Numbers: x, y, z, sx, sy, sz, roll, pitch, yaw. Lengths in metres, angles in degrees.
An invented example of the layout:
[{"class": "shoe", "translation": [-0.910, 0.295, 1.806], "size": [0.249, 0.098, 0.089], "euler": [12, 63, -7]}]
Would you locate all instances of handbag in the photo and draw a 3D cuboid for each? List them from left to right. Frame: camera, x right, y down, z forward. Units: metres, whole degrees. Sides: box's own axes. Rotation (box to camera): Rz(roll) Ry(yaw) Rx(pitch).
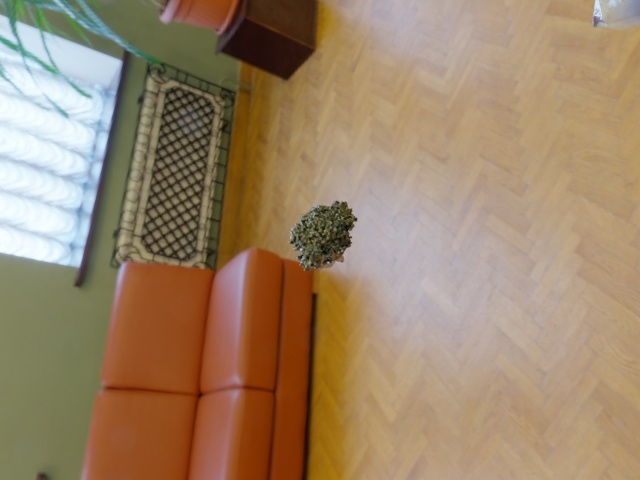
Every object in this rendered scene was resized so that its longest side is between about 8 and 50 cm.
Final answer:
[{"class": "handbag", "translation": [0.410, -0.331, 0.744], "size": [0.173, 0.095, 0.117], "euler": [-103, 13, -75]}]

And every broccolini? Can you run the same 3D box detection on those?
[{"class": "broccolini", "translation": [0.018, 0.009, 0.735], "size": [0.091, 0.068, 0.203], "euler": [-63, -16, -7]}]
